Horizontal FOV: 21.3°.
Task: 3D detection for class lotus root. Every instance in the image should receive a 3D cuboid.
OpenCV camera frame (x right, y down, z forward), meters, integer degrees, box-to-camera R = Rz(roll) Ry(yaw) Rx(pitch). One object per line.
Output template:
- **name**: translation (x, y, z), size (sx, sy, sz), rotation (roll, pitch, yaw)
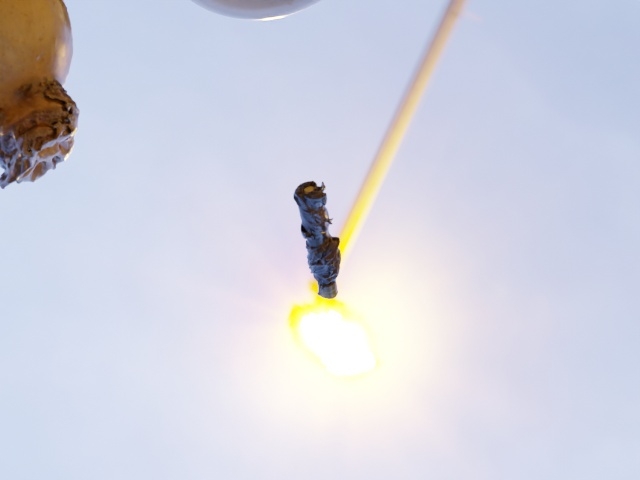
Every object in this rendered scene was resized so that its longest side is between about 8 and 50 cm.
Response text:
- **lotus root**: translation (-0.256, -0.162, 1.084), size (0.303, 0.146, 0.131), rotation (53, 175, 7)

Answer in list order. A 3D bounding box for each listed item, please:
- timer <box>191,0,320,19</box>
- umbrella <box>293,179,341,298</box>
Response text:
- **timer**: translation (-0.047, -0.305, 1.544), size (0.233, 0.233, 0.240), rotation (4, -144, -28)
- **umbrella**: translation (0.000, 0.000, 1.756), size (0.040, 0.144, 0.037), rotation (-19, -141, -10)
